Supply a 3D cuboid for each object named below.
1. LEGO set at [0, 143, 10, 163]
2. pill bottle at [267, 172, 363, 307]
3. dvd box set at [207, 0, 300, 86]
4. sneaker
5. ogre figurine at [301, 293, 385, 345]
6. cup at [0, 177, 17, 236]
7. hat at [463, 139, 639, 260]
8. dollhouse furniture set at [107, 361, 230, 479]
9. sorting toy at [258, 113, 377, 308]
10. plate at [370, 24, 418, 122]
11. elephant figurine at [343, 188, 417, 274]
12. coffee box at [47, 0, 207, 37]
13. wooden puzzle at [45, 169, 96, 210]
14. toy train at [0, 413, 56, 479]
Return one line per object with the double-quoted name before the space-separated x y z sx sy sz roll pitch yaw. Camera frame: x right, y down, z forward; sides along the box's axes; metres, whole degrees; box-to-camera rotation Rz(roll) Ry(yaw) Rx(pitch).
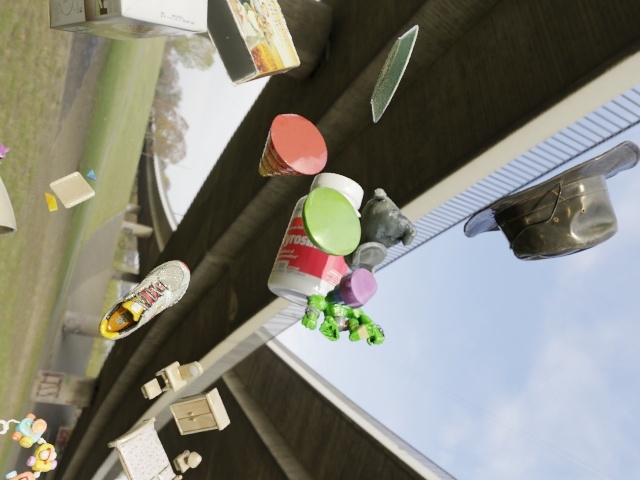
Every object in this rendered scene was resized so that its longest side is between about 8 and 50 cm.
"LEGO set" -1.013 -0.318 1.401 0.087 0.227 0.093 -20 -153 26
"pill bottle" 0.000 0.000 1.551 0.229 0.229 0.407 -20 -133 61
"dvd box set" -0.158 -0.487 0.986 0.062 0.307 0.420 -18 -162 15
"sneaker" -0.369 0.132 1.021 0.225 0.088 0.093 -44 -171 -10
"ogre figurine" 0.040 0.169 1.061 0.118 0.197 0.096 -119 -149 -56
"cup" -0.861 -0.132 1.049 0.331 0.331 0.236 -16 -102 62
"hat" 0.440 -0.036 0.880 0.331 0.332 0.133 -42 -117 49
"dollhouse furniture set" -0.443 0.541 1.339 0.174 0.356 0.303 -21 -89 27
"sorting toy" -0.023 -0.039 0.879 0.126 0.127 0.365 -26 -93 45
"plate" 0.130 -0.314 0.906 0.188 0.024 0.188 -159 -90 -84
"elephant figurine" 0.117 0.013 1.223 0.239 0.186 0.169 -42 -178 6
"coffee box" -0.309 -0.380 0.757 0.247 0.141 0.098 15 -72 38
"wooden puzzle" -0.545 -0.110 1.057 0.078 0.116 0.014 55 -27 17
"toy train" -0.608 0.440 0.999 0.046 0.125 0.166 -29 -107 19
